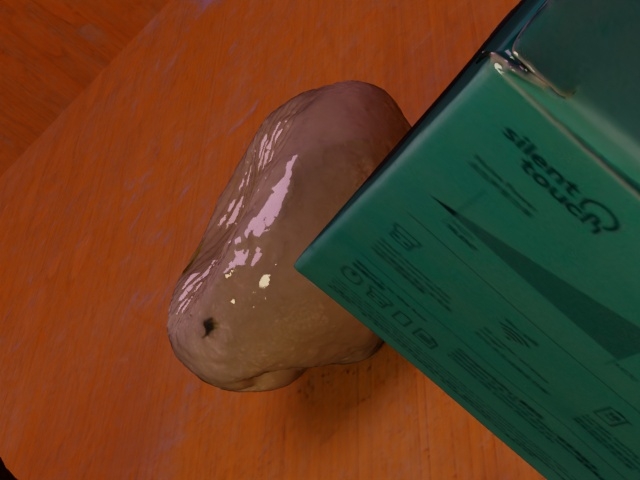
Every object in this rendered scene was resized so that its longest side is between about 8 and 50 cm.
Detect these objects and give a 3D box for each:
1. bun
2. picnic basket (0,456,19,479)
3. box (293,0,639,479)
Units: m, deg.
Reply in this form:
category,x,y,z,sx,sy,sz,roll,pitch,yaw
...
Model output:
category,x,y,z,sx,sy,sz,roll,pitch,yaw
bun,0.000,0.000,1.117,0.259,0.160,0.259,-60,11,19
picnic basket,-0.344,0.290,1.134,0.291,0.321,0.254,-47,19,7
box,0.127,0.003,0.592,0.118,0.205,0.311,-52,1,-18
